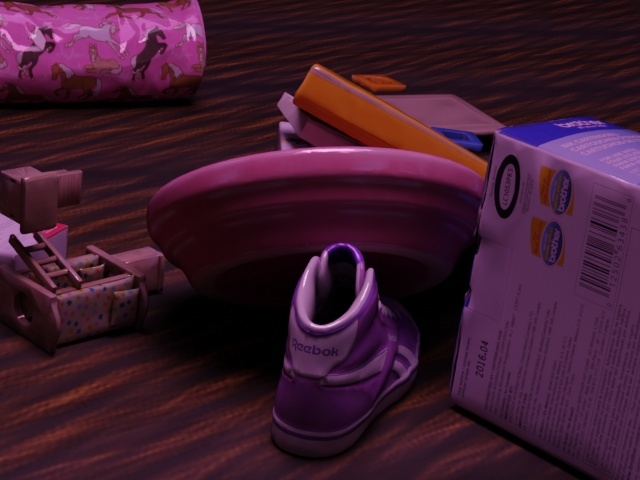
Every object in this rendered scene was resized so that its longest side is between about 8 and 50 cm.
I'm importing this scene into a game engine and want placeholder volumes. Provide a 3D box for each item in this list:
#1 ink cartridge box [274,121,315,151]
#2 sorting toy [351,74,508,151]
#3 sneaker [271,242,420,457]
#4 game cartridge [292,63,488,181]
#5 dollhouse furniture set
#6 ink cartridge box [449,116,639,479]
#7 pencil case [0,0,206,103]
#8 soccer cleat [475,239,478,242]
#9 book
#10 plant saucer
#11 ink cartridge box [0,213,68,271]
[{"bbox_3d":[-0.025,-0.060,1.779,0.061,0.104,0.181,7,21,-5],"label":"ink cartridge box"},{"bbox_3d":[0.158,-0.170,2.208,0.196,0.047,0.347,1,21,-25],"label":"sorting toy"},{"bbox_3d":[0.037,0.068,1.385,0.102,0.161,0.282,9,20,11],"label":"sneaker"},{"bbox_3d":[0.121,-0.092,1.658,0.323,0.053,0.285,31,6,-3],"label":"game cartridge"},{"bbox_3d":[-0.207,0.003,1.482,0.182,0.161,0.101,-15,29,-41],"label":"dollhouse furniture set"},{"bbox_3d":[0.270,0.057,1.318,0.151,0.270,0.395,-11,27,-44],"label":"ink cartridge box"},{"bbox_3d":[-0.353,-0.275,2.189,0.386,0.167,0.160,-2,-13,-21],"label":"pencil case"},{"bbox_3d":[0.106,-0.029,1.793,0.196,0.068,0.076,0,13,-14],"label":"soccer cleat"},{"bbox_3d":[0.024,-0.117,1.774,0.144,0.035,0.096,25,15,-28],"label":"book"},{"bbox_3d":[0.000,0.000,1.474,0.332,0.084,0.332,-4,-15,-1],"label":"plant saucer"},{"bbox_3d":[-0.350,0.012,1.556,0.150,0.063,0.109,12,21,17],"label":"ink cartridge box"}]
